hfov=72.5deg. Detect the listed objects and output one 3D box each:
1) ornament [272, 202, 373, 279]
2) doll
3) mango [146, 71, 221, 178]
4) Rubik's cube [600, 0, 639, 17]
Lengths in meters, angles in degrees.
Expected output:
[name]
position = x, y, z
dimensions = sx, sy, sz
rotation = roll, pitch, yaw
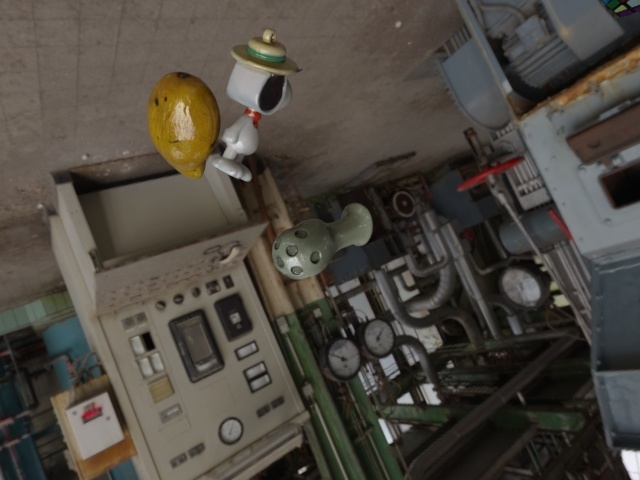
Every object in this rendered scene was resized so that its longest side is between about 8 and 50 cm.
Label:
[ornament]
position = 0.000, 0.000, 0.602
dimensions = 0.156, 0.081, 0.074
rotation = -26, 148, -39
[doll]
position = -0.139, -0.266, 0.899
dimensions = 0.271, 0.144, 0.208
rotation = -61, 166, -9
[mango]
position = -0.283, -0.222, 0.891
dimensions = 0.109, 0.157, 0.262
rotation = -53, 173, -39
[Rubik's cube]
position = 0.495, -0.426, 0.687
dimensions = 0.112, 0.132, 0.133
rotation = -20, 174, -18
